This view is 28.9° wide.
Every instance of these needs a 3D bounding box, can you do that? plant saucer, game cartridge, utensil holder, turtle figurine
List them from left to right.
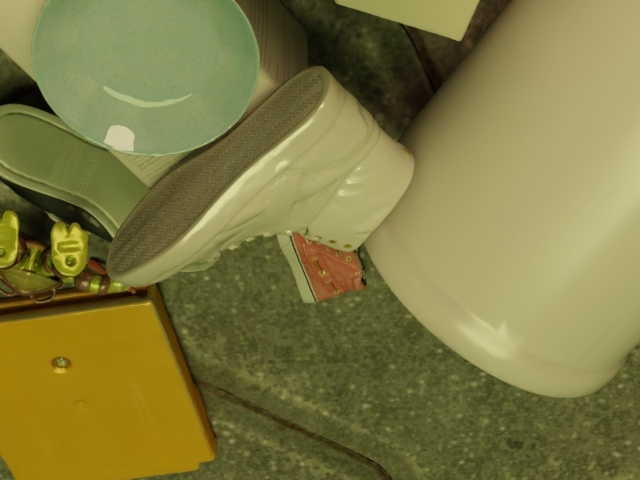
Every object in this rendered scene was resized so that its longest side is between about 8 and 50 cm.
[{"bbox_3d":[-0.330,0.019,1.361,0.269,0.087,0.217,23,168,-9],"label":"turtle figurine"},{"bbox_3d":[-0.305,0.195,1.603,0.285,0.052,0.323,-8,132,7],"label":"game cartridge"},{"bbox_3d":[-0.149,-0.162,1.074,0.195,0.037,0.195,-1,129,-1],"label":"plant saucer"},{"bbox_3d":[0.270,-0.096,1.181,0.327,0.327,0.385,25,123,-19],"label":"utensil holder"}]

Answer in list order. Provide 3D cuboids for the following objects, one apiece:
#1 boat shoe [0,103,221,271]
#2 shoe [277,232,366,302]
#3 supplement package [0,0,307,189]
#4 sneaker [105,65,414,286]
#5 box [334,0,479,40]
[{"bbox_3d":[-0.242,-0.059,1.362,0.302,0.114,0.091,34,166,-25],"label":"boat shoe"},{"bbox_3d":[0.000,0.000,1.428,0.081,0.063,0.178,-12,134,8],"label":"shoe"},{"bbox_3d":[-0.167,-0.210,1.173,0.175,0.177,0.293,-31,123,22],"label":"supplement package"},{"bbox_3d":[-0.050,-0.018,1.161,0.292,0.108,0.169,-35,131,23],"label":"sneaker"},{"bbox_3d":[0.105,-0.322,1.097,0.127,0.148,0.232,15,128,-12],"label":"box"}]
